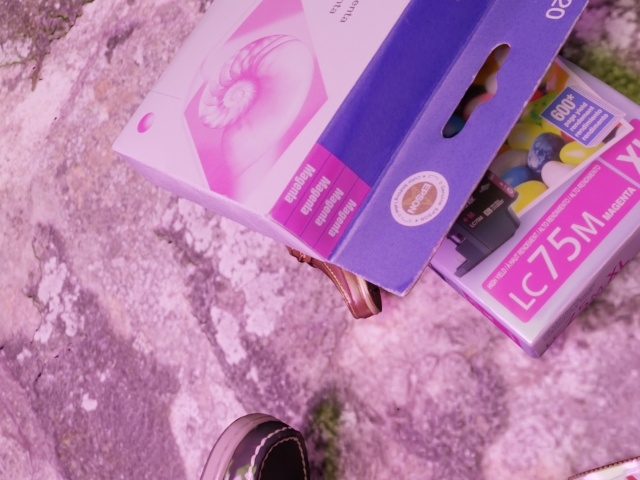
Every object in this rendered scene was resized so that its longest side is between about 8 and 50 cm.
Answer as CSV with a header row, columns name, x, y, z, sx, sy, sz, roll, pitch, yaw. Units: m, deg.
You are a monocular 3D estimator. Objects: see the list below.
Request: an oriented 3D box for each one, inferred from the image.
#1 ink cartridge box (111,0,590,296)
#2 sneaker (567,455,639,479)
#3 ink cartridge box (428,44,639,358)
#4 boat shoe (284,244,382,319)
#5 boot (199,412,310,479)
name,x,y,z,sx,sy,sz,roll,pitch,yaw
ink cartridge box,0.017,-0.155,0.611,0.330,0.071,0.324,23,76,45
sneaker,0.238,0.182,0.536,0.118,0.042,0.067,-30,65,34
ink cartridge box,0.113,-0.079,0.614,0.186,0.065,0.311,-47,59,1
boat shoe,0.000,0.000,0.691,0.060,0.064,0.178,-30,62,6
boot,0.035,0.336,0.588,0.284,0.138,0.378,1,88,34
